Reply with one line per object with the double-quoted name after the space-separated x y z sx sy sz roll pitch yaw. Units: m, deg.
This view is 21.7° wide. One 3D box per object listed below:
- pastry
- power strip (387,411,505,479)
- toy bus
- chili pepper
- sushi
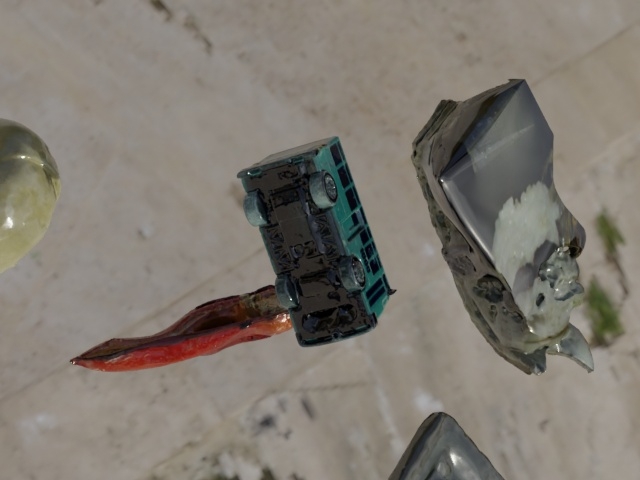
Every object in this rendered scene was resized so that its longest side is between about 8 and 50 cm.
-0.312 -0.040 1.504 0.092 0.156 0.156 61 31 -43 "pastry"
0.107 0.280 1.083 0.257 0.092 0.251 50 58 -24 "power strip"
0.000 0.000 1.404 0.160 0.079 0.092 70 23 -9 "toy bus"
-0.098 0.083 1.543 0.059 0.268 0.050 -115 -171 -51 "chili pepper"
0.159 0.001 1.483 0.134 0.109 0.273 -43 119 -27 "sushi"
